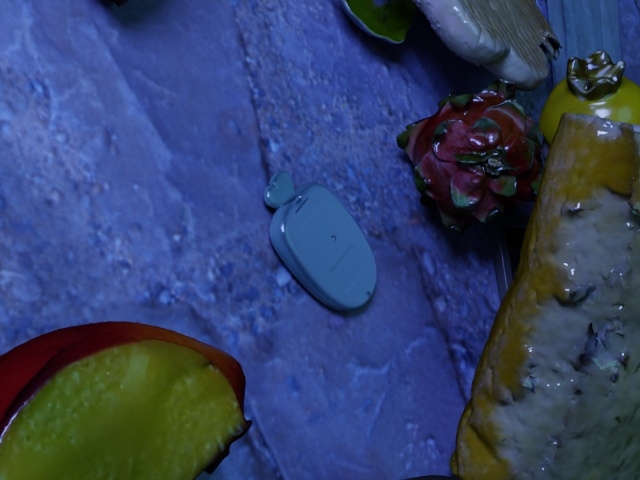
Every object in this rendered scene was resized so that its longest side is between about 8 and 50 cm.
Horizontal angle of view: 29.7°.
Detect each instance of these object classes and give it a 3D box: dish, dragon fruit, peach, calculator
[{"bbox_3d":[0.059,-0.258,1.263,0.091,0.039,0.137,40,50,-15],"label":"dish"},{"bbox_3d":[0.168,-0.093,1.248,0.236,0.135,0.137,-41,114,-61],"label":"dragon fruit"},{"bbox_3d":[-0.175,0.137,0.857,0.267,0.159,0.154,-46,117,-37],"label":"peach"},{"bbox_3d":[0.000,0.000,1.141,0.153,0.021,0.095,53,49,-17],"label":"calculator"}]

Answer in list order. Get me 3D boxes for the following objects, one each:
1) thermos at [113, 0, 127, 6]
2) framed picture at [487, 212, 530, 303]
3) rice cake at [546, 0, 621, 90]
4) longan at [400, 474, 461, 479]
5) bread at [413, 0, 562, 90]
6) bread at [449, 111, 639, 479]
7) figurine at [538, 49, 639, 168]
[{"bbox_3d":[-0.228,-0.306,1.009,0.232,0.099,0.124,41,92,-21],"label":"thermos"},{"bbox_3d":[0.289,0.064,1.364,0.250,0.016,0.184,5,72,-38],"label":"framed picture"},{"bbox_3d":[0.324,-0.258,1.484,0.124,0.038,0.211,7,72,-39],"label":"rice cake"},{"bbox_3d":[0.093,0.322,0.991,0.248,0.248,0.248,14,67,-36],"label":"longan"},{"bbox_3d":[0.145,-0.284,1.277,0.316,0.054,0.316,35,35,-29],"label":"bread"},{"bbox_3d":[0.271,0.072,1.140,0.237,0.165,0.375,9,105,-37],"label":"bread"},{"bbox_3d":[0.285,-0.108,1.281,0.234,0.127,0.185,56,8,-33],"label":"figurine"}]
